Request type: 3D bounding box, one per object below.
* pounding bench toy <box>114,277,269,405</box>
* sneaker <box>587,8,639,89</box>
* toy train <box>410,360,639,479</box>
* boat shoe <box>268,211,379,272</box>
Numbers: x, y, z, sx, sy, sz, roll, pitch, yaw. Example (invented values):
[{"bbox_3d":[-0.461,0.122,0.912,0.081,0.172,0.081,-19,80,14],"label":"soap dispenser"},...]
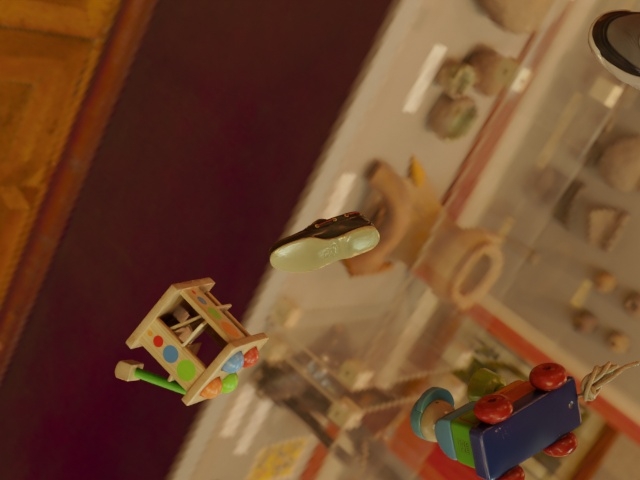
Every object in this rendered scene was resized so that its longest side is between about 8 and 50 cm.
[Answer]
[{"bbox_3d":[-0.085,0.077,0.769,0.083,0.065,0.052,-50,165,17],"label":"pounding bench toy"},{"bbox_3d":[0.425,-0.224,1.338,0.101,0.269,0.153,-62,157,-11],"label":"sneaker"},{"bbox_3d":[0.233,0.181,1.382,0.248,0.143,0.105,-24,111,-32],"label":"toy train"},{"bbox_3d":[0.000,0.001,1.368,0.133,0.042,0.049,-16,134,-20],"label":"boat shoe"}]
